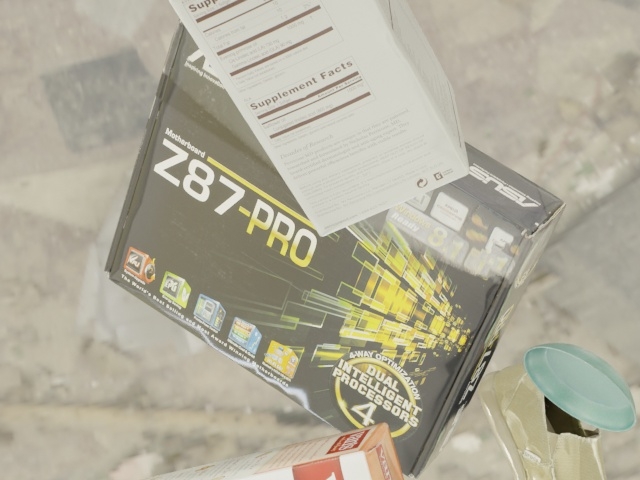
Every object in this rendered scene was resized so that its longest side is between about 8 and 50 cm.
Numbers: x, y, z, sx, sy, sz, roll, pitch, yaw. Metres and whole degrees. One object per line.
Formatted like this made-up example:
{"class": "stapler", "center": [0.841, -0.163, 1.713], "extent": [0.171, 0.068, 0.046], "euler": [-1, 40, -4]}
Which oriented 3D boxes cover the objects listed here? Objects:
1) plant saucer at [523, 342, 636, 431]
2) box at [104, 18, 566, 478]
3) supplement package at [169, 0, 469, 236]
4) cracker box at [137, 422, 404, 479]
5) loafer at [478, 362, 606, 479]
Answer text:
{"class": "plant saucer", "center": [0.243, 0.131, 1.442], "extent": [0.021, 0.119, 0.119], "euler": [-51, 137, -23]}
{"class": "box", "center": [0.000, 0.000, 1.506], "extent": [0.097, 0.395, 0.318], "euler": [-35, 154, -53]}
{"class": "supplement package", "center": [0.001, -0.151, 1.207], "extent": [0.134, 0.139, 0.244], "euler": [-23, 124, 14]}
{"class": "cracker box", "center": [-0.055, 0.205, 0.861], "extent": [0.232, 0.067, 0.155], "euler": [-16, 93, 15]}
{"class": "loafer", "center": [0.256, 0.239, 1.629], "extent": [0.092, 0.268, 0.102], "euler": [-41, 154, 31]}
